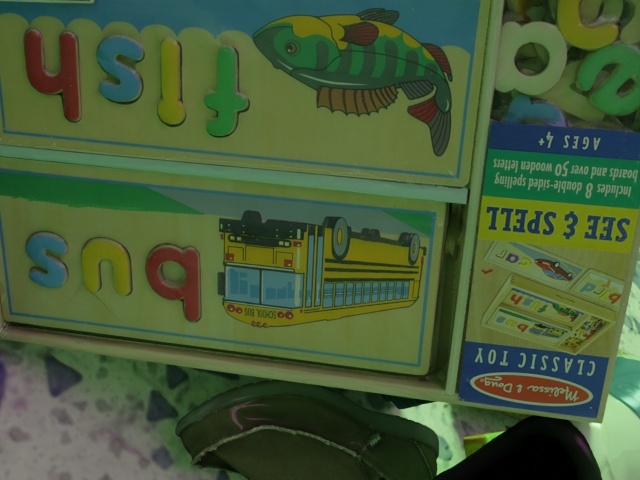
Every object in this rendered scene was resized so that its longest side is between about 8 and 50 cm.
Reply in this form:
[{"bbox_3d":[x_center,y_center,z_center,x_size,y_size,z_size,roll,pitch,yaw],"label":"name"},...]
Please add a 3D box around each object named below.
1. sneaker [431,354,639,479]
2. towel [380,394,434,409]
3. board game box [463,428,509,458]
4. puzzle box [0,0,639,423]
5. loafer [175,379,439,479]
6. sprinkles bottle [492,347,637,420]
[{"bbox_3d":[0.132,0.227,0.558,0.182,0.315,0.127,-3,29,-39],"label":"sneaker"},{"bbox_3d":[0.000,0.000,0.620,0.370,0.271,0.040,43,64,-9],"label":"towel"},{"bbox_3d":[0.200,0.303,0.715,0.124,0.039,0.259,4,71,-41],"label":"board game box"},{"bbox_3d":[-0.018,-0.040,0.475,0.409,0.272,0.052,6,23,9],"label":"puzzle box"},{"bbox_3d":[0.005,0.176,0.616,0.251,0.094,0.087,19,46,-32],"label":"loafer"},{"bbox_3d":[0.305,0.171,0.874,0.355,0.121,0.121,24,48,-28],"label":"sprinkles bottle"}]
